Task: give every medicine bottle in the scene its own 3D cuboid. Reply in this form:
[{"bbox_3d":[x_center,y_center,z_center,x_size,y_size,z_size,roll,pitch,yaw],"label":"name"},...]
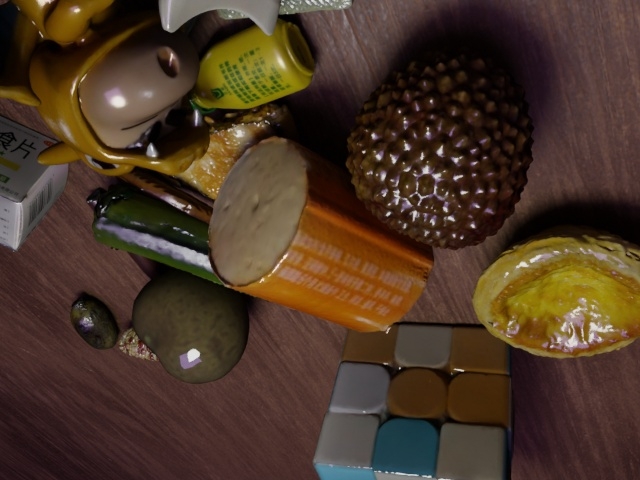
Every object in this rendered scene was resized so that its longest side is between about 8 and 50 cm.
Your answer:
[{"bbox_3d":[-0.156,-0.239,0.943,0.308,0.076,0.111,-12,127,29],"label":"medicine bottle"}]

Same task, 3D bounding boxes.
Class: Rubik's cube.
[{"bbox_3d":[0.216,0.404,1.272,0.346,0.344,0.347,1,133,19],"label":"Rubik's cube"}]

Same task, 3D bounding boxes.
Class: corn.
[{"bbox_3d":[-0.348,0.250,1.482,0.289,0.098,0.098,4,135,19],"label":"corn"}]

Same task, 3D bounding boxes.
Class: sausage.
[{"bbox_3d":[0.000,0.000,0.964,0.233,0.233,0.287,-25,144,36],"label":"sausage"}]

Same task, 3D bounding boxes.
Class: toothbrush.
[{"bbox_3d":[-0.372,0.038,1.318,0.040,0.041,0.364,-9,130,26],"label":"toothbrush"}]

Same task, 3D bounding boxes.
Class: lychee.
[{"bbox_3d":[0.168,-0.124,0.839,0.267,0.268,0.268,9,136,9],"label":"lychee"}]

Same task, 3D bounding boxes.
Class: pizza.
[{"bbox_3d":[-0.149,-0.112,1.071,0.287,0.074,0.251,-4,132,22],"label":"pizza"}]

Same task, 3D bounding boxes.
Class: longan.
[{"bbox_3d":[-0.263,0.167,1.270,0.245,0.246,0.215,15,108,4],"label":"longan"}]

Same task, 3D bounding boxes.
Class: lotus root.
[{"bbox_3d":[-0.549,0.207,1.512,0.089,0.081,0.179,1,133,20],"label":"lotus root"}]

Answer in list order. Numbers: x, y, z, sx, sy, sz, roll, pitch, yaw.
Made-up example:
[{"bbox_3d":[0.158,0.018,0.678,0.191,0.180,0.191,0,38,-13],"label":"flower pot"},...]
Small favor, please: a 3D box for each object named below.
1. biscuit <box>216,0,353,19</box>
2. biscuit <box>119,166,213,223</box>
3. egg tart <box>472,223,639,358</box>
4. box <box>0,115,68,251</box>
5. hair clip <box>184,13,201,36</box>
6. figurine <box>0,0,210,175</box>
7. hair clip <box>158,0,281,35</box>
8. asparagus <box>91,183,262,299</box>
[{"bbox_3d":[-0.061,-0.359,0.821,0.199,0.041,0.121,1,135,18],"label":"biscuit"},{"bbox_3d":[-0.258,-0.078,1.114,0.228,0.031,0.176,27,-178,-31],"label":"biscuit"},{"bbox_3d":[0.414,0.074,1.035,0.318,0.128,0.319,9,138,8],"label":"egg tart"},{"bbox_3d":[-0.658,-0.143,1.134,0.332,0.173,0.145,25,134,-7],"label":"box"},{"bbox_3d":[-0.199,-0.312,0.915,0.030,0.039,0.115,29,133,-19],"label":"hair clip"},{"bbox_3d":[-0.324,-0.283,0.822,0.267,0.401,0.387,-24,131,-12],"label":"figurine"},{"bbox_3d":[-0.112,-0.390,0.705,0.113,0.172,0.282,-8,96,44],"label":"hair clip"},{"bbox_3d":[-0.244,0.008,1.198,0.381,0.108,0.129,21,106,-5],"label":"asparagus"}]
